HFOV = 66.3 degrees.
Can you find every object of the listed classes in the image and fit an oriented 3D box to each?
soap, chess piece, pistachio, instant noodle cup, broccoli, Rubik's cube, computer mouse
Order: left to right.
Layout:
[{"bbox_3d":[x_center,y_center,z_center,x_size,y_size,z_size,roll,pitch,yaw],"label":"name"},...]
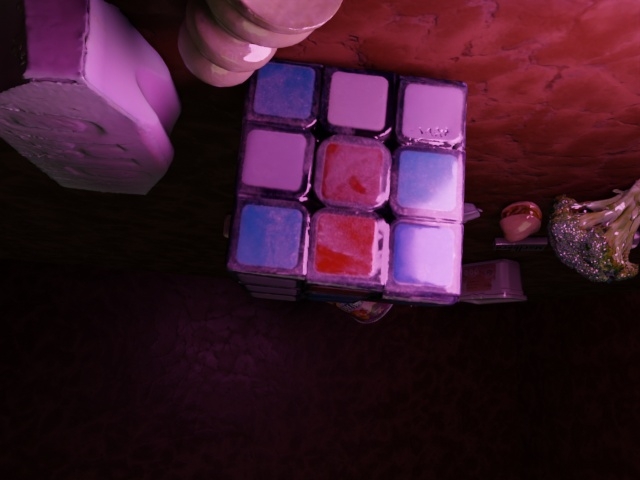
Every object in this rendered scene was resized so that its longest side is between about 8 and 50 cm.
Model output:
[{"bbox_3d":[-0.372,-0.212,0.784,0.261,0.156,0.446,5,167,-6],"label":"soap"},{"bbox_3d":[-0.096,-0.262,0.568,0.144,0.144,0.251,10,173,-27],"label":"chess piece"},{"bbox_3d":[0.036,-0.066,0.870,0.358,0.363,0.362,8,171,-3],"label":"Rubik's cube"},{"bbox_3d":[0.118,0.135,1.952,0.266,0.340,0.340,25,158,-31],"label":"instant noodle cup"},{"bbox_3d":[0.366,-0.070,1.439,0.228,0.068,0.113,4,169,-3],"label":"computer mouse"},{"bbox_3d":[0.561,-0.053,1.374,0.113,0.113,0.149,5,166,-7],"label":"pistachio"},{"bbox_3d":[0.696,-0.041,1.209,0.254,0.269,0.269,9,167,-44],"label":"broccoli"}]

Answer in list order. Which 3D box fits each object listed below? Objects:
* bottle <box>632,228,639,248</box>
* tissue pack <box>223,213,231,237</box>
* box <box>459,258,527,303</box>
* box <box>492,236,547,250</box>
[{"bbox_3d":[0.858,-0.021,1.532,0.253,0.080,0.096,3,-154,-3],"label":"bottle"},{"bbox_3d":[-0.224,-0.033,1.708,0.148,0.092,0.196,-2,166,26],"label":"tissue pack"},{"bbox_3d":[0.784,0.193,2.277,0.175,0.183,0.312,11,165,-31],"label":"box"},{"bbox_3d":[0.732,0.013,1.802,0.177,0.036,0.115,0,167,15],"label":"box"}]
